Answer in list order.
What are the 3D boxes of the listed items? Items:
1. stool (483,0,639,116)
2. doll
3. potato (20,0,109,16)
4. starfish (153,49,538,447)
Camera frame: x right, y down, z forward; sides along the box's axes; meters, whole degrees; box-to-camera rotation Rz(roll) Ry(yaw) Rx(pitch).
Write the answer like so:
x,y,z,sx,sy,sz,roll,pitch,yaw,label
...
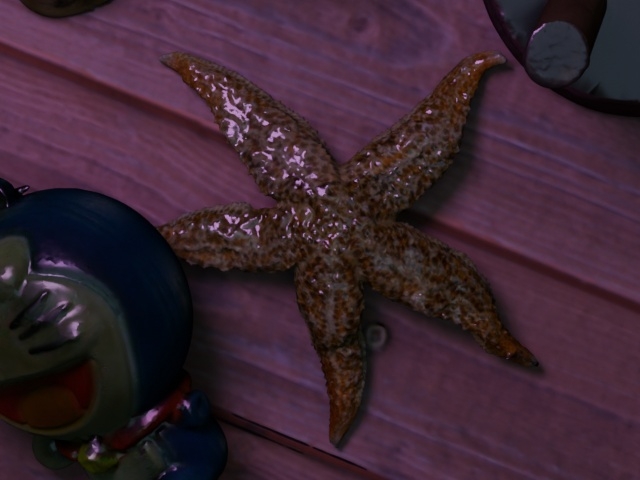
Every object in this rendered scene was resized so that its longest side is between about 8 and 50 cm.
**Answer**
x,y,z,sx,sy,sz,roll,pitch,yaw,label
0.254,-0.217,1.406,0.272,0.178,0.272,1,102,3,stool
-0.184,0.093,1.459,0.198,0.186,0.322,-10,113,33,doll
-0.223,-0.319,1.468,0.160,0.111,0.272,-20,92,5,potato
-0.002,0.001,1.500,0.358,0.078,0.347,-11,96,3,starfish
